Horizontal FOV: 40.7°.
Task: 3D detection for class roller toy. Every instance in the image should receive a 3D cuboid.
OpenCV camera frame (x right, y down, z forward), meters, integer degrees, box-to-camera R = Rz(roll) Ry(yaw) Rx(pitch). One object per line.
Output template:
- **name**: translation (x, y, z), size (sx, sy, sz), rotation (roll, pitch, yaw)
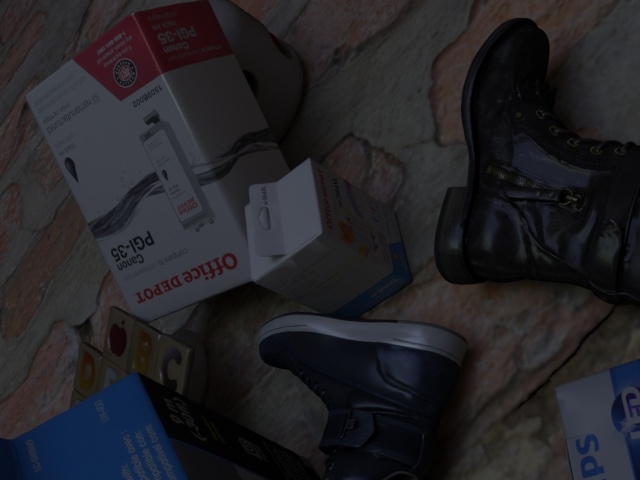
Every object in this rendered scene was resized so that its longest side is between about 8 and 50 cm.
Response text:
- **roller toy**: translation (-0.130, -0.192, 1.052), size (0.191, 0.146, 0.209), rotation (-15, 57, 40)

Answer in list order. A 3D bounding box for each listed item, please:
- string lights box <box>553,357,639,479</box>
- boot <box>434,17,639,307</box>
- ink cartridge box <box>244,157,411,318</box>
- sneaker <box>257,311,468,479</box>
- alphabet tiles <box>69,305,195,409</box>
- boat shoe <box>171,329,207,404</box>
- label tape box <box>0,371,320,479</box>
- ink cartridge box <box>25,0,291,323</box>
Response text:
- **string lights box**: translation (0.277, 0.116, 0.498), size (0.259, 0.076, 0.133), rotation (-28, 50, 34)
- **boot**: translation (0.218, -0.060, 0.671), size (0.229, 0.091, 0.263), rotation (3, 75, 42)
- **ink cartridge box**: translation (0.000, 0.000, 0.805), size (0.090, 0.143, 0.092), rotation (-35, 47, 28)
- **sneaker**: translation (0.009, 0.151, 0.753), size (0.226, 0.086, 0.163), rotation (-3, 64, 45)
- **alphabet tiles**: translation (-0.209, 0.255, 0.907), size (0.285, 0.011, 0.343), rotation (17, 98, 49)
- **boat shoe**: translation (-0.169, 0.190, 0.945), size (0.063, 0.066, 0.184), rotation (-14, 68, 40)
- **label tape box**: translation (-0.091, 0.220, 0.621), size (0.106, 0.333, 0.240), rotation (-48, 41, 4)
- **ink cartridge box**: translation (-0.155, -0.075, 0.912), size (0.207, 0.117, 0.283), rotation (-23, 95, 37)
